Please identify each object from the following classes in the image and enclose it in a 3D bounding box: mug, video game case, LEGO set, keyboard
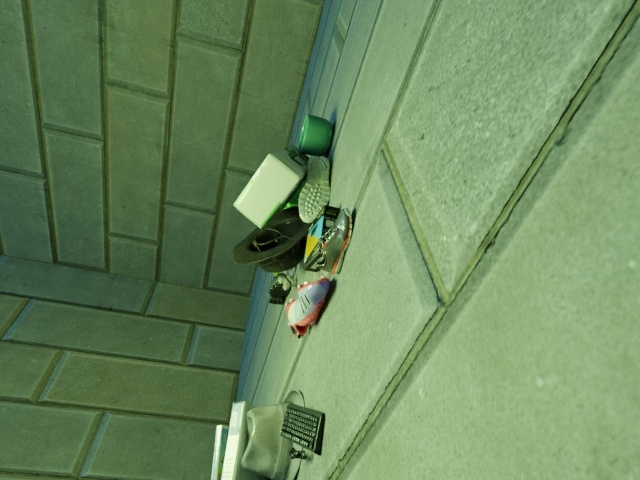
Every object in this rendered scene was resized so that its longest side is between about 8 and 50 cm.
[{"bbox_3d":[-0.014,-0.354,1.404,0.158,0.097,0.130,-107,30,-68],"label":"mug"},{"bbox_3d":[-0.239,0.640,1.167,0.212,0.023,0.193,54,-151,-52],"label":"video game case"},{"bbox_3d":[-0.136,0.074,1.528,0.227,0.093,0.087,48,132,39],"label":"LEGO set"},{"bbox_3d":[-0.045,0.416,0.888,0.180,0.023,0.108,-27,51,60],"label":"keyboard"}]

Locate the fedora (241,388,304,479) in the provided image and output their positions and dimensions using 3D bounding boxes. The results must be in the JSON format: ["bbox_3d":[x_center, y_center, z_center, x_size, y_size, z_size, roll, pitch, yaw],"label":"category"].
[{"bbox_3d":[-0.134,0.508,1.061,0.275,0.124,0.244,119,159,-57],"label":"fedora"}]

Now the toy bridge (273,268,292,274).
[{"bbox_3d":[-0.141,0.101,1.655,0.063,0.026,0.188,-40,10,-27],"label":"toy bridge"}]

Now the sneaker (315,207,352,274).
[{"bbox_3d":[0.027,0.001,0.929,0.061,0.064,0.158,-119,42,-73],"label":"sneaker"}]

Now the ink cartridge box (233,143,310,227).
[{"bbox_3d":[-0.141,-0.190,1.371,0.211,0.121,0.289,-50,4,20],"label":"ink cartridge box"}]

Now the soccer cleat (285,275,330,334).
[{"bbox_3d":[-0.025,0.165,1.038,0.095,0.083,0.248,66,151,17],"label":"soccer cleat"}]

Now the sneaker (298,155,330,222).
[{"bbox_3d":[-0.015,-0.146,1.274,0.095,0.090,0.235,104,179,-61],"label":"sneaker"}]

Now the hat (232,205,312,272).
[{"bbox_3d":[-0.124,0.019,1.376,0.134,0.331,0.331,61,-174,-24],"label":"hat"}]

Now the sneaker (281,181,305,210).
[{"bbox_3d":[-0.150,-0.164,1.724,0.483,0.185,0.202,-76,3,-57],"label":"sneaker"}]

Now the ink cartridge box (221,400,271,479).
[{"bbox_3d":[-0.201,0.607,1.190,0.224,0.045,0.223,61,-155,-48],"label":"ink cartridge box"}]

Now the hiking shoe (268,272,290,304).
[{"bbox_3d":[-0.169,0.173,1.660,0.227,0.086,0.114,117,157,-56],"label":"hiking shoe"}]

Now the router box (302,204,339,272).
[{"bbox_3d":[0.000,0.000,1.110,0.179,0.046,0.133,129,150,-66],"label":"router box"}]

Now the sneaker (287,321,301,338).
[{"bbox_3d":[-0.061,0.254,1.194,0.119,0.047,0.057,130,127,-69],"label":"sneaker"}]
